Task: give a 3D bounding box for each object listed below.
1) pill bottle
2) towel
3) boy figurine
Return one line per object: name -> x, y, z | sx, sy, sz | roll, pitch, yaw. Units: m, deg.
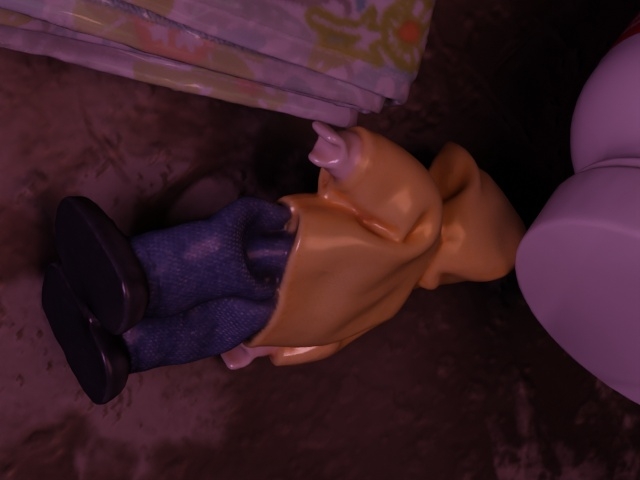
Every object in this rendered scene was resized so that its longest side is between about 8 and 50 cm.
pill bottle -> 0.299, -0.090, 0.762 | 0.407, 0.229, 0.229 | -49, 122, -23
towel -> -0.065, -0.257, 0.596 | 0.321, 0.090, 0.374 | 11, 90, -37
boy figurine -> 0.000, 0.000, 0.691 | 0.285, 0.092, 0.177 | -15, 143, -31
